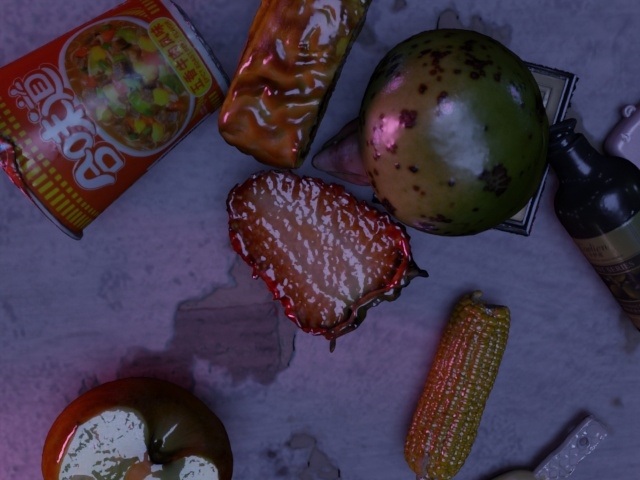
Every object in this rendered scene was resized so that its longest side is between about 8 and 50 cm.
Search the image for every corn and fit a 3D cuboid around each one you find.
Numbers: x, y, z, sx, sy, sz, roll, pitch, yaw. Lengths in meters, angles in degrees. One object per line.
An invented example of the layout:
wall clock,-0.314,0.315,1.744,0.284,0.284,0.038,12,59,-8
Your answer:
corn,0.160,0.175,0.893,0.080,0.080,0.238,18,98,-10

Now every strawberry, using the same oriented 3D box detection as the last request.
strawberry,0.000,0.001,0.840,0.167,0.087,0.208,-37,95,-6

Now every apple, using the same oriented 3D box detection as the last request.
apple,-0.197,0.237,0.828,0.195,0.160,0.173,34,101,-14

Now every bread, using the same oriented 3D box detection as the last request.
bread,-0.021,-0.177,0.742,0.096,0.181,0.222,23,100,0

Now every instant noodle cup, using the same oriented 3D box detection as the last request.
instant noodle cup,-0.207,-0.136,0.741,0.212,0.193,0.193,-36,104,-5

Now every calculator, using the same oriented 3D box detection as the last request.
calculator,0.404,-0.093,0.880,0.100,0.032,0.175,-45,103,5

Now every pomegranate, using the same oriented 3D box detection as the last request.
pomegranate,0.102,-0.097,0.769,0.248,0.214,0.214,-10,107,33

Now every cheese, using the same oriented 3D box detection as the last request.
cheese,0.261,0.316,0.950,0.127,0.054,0.251,40,96,-16

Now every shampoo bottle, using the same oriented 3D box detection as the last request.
shampoo bottle,0.335,-0.017,0.856,0.101,0.101,0.284,-38,104,3

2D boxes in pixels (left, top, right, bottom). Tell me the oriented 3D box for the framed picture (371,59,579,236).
framed picture,0.176,-0.115,0.863,0.199,0.010,0.195,12,102,-8
